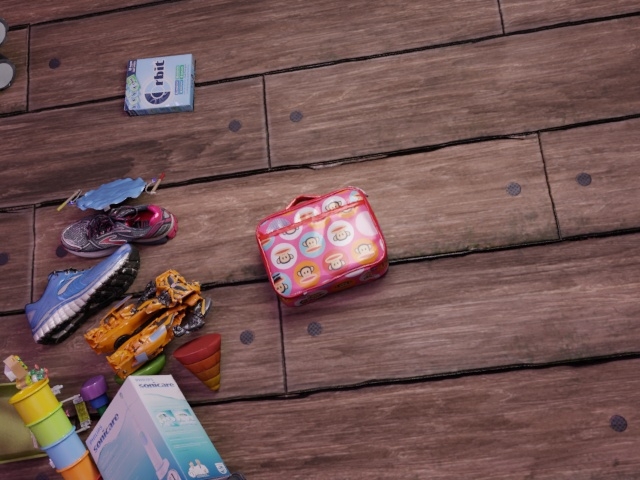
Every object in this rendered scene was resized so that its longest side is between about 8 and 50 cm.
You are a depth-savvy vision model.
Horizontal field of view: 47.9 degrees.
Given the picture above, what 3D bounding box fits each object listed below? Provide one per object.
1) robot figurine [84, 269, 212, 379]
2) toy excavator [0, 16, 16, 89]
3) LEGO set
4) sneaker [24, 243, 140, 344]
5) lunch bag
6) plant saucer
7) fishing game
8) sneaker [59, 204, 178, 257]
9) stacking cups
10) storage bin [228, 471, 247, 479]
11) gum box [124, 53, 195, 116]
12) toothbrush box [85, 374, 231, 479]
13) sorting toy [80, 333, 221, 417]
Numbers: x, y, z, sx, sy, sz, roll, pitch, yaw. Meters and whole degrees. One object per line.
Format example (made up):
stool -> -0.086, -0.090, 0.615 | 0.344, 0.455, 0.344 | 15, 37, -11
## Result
robot figurine -> -0.401, 0.184, 1.713 | 0.211, 0.085, 0.291 | 32, 63, 34
toy excavator -> -1.083, -0.424, 1.957 | 0.222, 0.433, 0.445 | 37, 54, 17
LEGO set -> -0.629, 0.379, 1.698 | 0.107, 0.132, 0.287 | -22, 97, -4
sneaker -> -0.599, 0.107, 1.786 | 0.330, 0.130, 0.147 | -38, 74, -4
lunch bag -> 0.000, 0.000, 1.737 | 0.293, 0.120, 0.258 | -21, 67, 0
plant saucer -> -0.743, 0.433, 1.698 | 0.045, 0.188, 0.188 | -32, 67, 31
fishing game -> -0.532, -0.112, 1.844 | 0.264, 0.189, 0.041 | -10, 115, 6
sneaker -> -0.521, -0.039, 1.827 | 0.299, 0.112, 0.120 | -13, 72, 6
stacking cups -> -0.577, 0.467, 1.609 | 0.096, 0.096, 0.316 | -25, 100, 1
storage bin -> -0.227, 0.576, 1.602 | 0.135, 0.091, 0.098 | -34, 71, -3
gum box -> -0.438, -0.425, 1.971 | 0.184, 0.041, 0.157 | -3, 73, 9
toothbrush box -> -0.359, 0.470, 1.560 | 0.295, 0.126, 0.216 | 47, 112, 33
sorting toy -> -0.385, 0.341, 1.712 | 0.366, 0.127, 0.126 | -21, 101, 5
